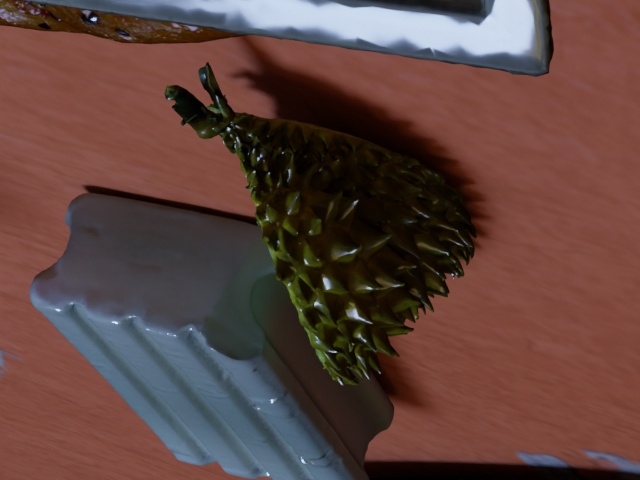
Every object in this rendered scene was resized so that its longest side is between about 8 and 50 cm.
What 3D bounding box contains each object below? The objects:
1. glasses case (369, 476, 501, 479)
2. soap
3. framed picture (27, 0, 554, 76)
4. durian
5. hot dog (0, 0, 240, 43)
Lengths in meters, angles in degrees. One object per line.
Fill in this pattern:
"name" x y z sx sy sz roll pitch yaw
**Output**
"glasses case" 0.100 0.187 1.121 0.122 0.082 0.321 38 153 -32
"soap" -0.048 0.057 0.972 0.119 0.067 0.198 10 156 24
"framed picture" -0.087 -0.155 0.470 0.293 0.018 0.231 11 133 24
"durian" 0.000 0.000 0.789 0.100 0.086 0.215 28 164 23
"hot dog" -0.100 -0.117 0.602 0.268 0.075 0.144 5 150 30
